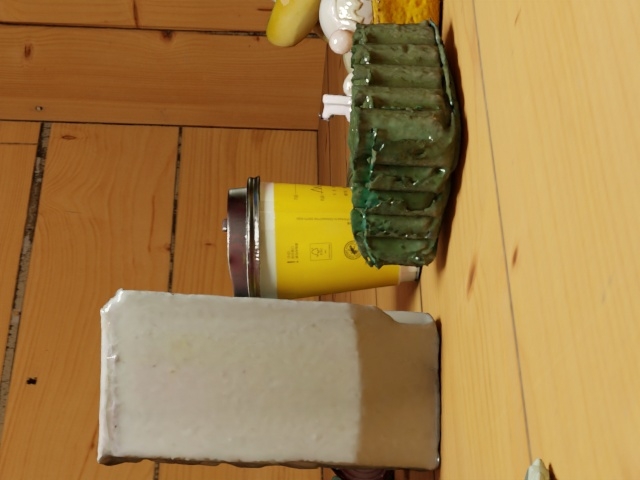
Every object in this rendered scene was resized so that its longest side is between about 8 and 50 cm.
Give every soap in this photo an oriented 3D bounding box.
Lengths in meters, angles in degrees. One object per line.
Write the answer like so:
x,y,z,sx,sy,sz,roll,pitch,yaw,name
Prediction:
-0.064,0.196,1.548,0.350,0.435,0.213,119,152,-77,soap

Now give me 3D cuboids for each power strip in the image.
0.173,0.213,0.916,0.083,0.035,0.055,-73,-9,-48,power strip

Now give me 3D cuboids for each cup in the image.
0.000,0.000,1.697,0.196,0.280,0.196,178,90,-88,cup

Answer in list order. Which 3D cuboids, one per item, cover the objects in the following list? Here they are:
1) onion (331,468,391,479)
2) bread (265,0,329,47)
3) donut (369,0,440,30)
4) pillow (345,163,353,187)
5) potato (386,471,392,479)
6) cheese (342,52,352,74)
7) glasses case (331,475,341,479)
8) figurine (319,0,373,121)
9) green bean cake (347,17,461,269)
0.066,0.269,1.781,0.098,0.151,0.206,28,-101,-78,onion
0.017,-0.543,1.983,0.329,0.245,0.424,-98,10,-71,bread
0.104,-0.258,1.617,0.259,0.101,0.152,105,166,-73,donut
0.076,-0.061,2.398,0.208,0.052,0.212,90,180,-47,pillow
0.078,0.390,1.940,0.120,0.081,0.149,92,177,-48,potato
0.081,-0.368,2.174,0.047,0.092,0.171,-16,74,44,cheese
0.072,0.419,1.844,0.184,0.039,0.077,170,102,-65,glasses case
0.069,-0.314,1.835,0.144,0.182,0.256,10,105,61,figurine
0.096,-0.118,1.470,0.241,0.132,0.255,-95,4,-46,green bean cake
